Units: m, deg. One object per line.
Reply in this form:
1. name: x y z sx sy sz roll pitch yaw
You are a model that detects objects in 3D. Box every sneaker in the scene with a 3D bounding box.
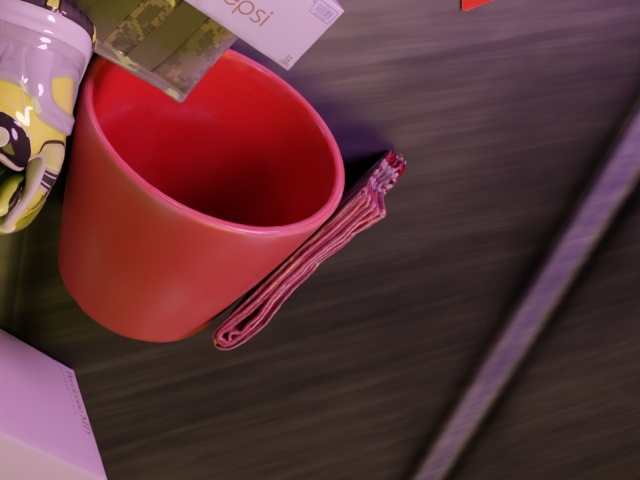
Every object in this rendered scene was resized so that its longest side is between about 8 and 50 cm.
1. sneaker: -0.303 -0.074 0.831 0.145 0.147 0.385 16 155 -14

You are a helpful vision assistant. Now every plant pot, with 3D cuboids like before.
1. plant pot: -0.150 -0.038 0.988 0.275 0.275 0.243 2 141 -33

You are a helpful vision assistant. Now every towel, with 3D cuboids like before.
1. towel: 0.000 0.000 1.108 0.237 0.037 0.329 -43 -177 16

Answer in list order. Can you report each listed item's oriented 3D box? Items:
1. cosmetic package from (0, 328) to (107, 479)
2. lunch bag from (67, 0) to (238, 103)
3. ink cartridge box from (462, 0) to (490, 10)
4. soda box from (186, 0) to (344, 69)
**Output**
1. cosmetic package: -0.436 0.197 1.092 0.155 0.197 0.365 -36 142 6
2. lunch bag: -0.160 -0.291 0.764 0.235 0.169 0.287 -43 132 20
3. ink cartridge box: 0.248 -0.365 1.024 0.189 0.066 0.232 -22 136 -10
4. soda box: -0.083 -0.217 0.695 0.069 0.074 0.216 -43 136 19
